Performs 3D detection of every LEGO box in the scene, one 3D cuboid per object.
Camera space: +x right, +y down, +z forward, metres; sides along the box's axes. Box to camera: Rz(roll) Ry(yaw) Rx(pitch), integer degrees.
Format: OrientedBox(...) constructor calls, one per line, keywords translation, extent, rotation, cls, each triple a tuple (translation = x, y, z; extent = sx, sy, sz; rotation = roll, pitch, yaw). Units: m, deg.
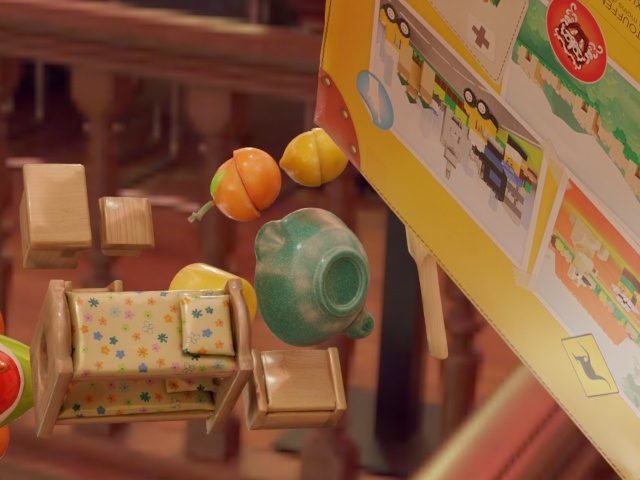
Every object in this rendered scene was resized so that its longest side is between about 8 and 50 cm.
OrientedBox(translation=(0.219, -0.064, 1.126), extent=(0.193, 0.372, 0.500), rotation=(-26, 59, -23), cls="LEGO box")

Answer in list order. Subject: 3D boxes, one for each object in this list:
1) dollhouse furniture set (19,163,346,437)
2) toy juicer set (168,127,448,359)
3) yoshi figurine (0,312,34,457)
OrientedBox(translation=(-0.077, 0.020, 1.146), extent=(0.182, 0.101, 0.161), rotation=(-1, 62, -17), cls="dollhouse furniture set")
OrientedBox(translation=(0.000, 0.000, 1.872), extent=(0.329, 0.209, 0.089), rotation=(8, -1, -42), cls="toy juicer set")
OrientedBox(translation=(-0.331, 0.117, 1.402), extent=(0.203, 0.203, 0.362), rotation=(37, -2, 0), cls="yoshi figurine")
